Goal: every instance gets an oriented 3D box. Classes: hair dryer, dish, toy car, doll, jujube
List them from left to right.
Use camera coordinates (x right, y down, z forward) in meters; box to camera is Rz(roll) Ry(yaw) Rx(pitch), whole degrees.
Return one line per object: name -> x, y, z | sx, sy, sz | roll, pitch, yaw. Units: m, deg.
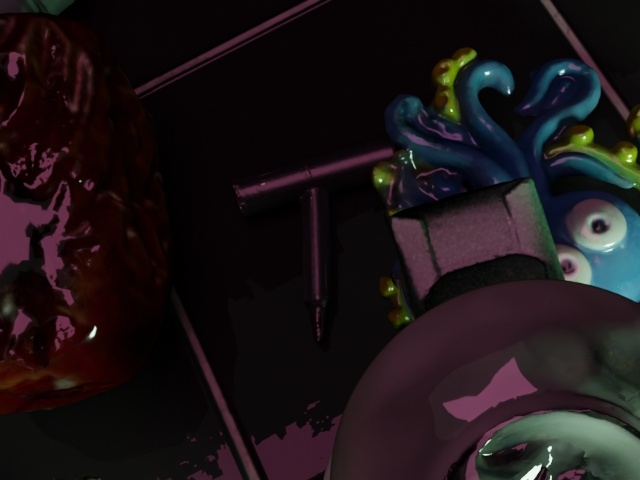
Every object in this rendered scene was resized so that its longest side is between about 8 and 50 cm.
jujube -> -0.284, -0.028, 1.016 | 0.276, 0.276, 0.376 | -14, 69, 6
hair dryer -> 0.015, 0.001, 1.062 | 0.173, 0.050, 0.194 | -17, 71, 5
toy car -> 0.156, 0.112, 0.874 | 0.141, 0.097, 0.320 | -16, 80, 3
doll -> 0.197, -0.033, 0.996 | 0.341, 0.099, 0.346 | 38, 78, 13
dish -> 0.167, 0.196, 0.763 | 0.324, 0.124, 0.324 | 0, 96, 2

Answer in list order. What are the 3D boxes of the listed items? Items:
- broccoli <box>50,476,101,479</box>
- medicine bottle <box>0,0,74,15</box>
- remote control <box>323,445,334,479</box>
broccoli -> -0.273, 0.316, 0.884 | 0.288, 0.245, 0.247 | 0, 78, 17
medicine bottle -> -0.440, -0.244, 1.184 | 0.318, 0.158, 0.158 | -41, 67, -6
remote control -> 0.146, 0.244, 0.930 | 0.296, 0.056, 0.140 | 7, 67, 15
